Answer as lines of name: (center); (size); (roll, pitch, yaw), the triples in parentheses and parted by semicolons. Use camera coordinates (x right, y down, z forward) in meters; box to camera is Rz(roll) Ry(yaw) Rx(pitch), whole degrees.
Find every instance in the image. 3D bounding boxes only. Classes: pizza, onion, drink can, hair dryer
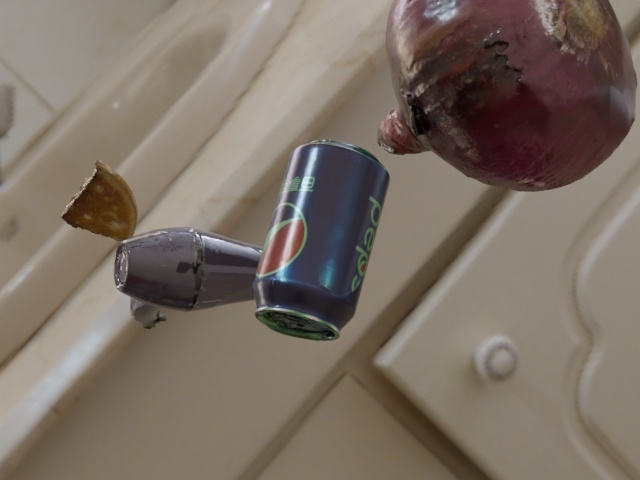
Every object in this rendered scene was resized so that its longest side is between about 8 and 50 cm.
pizza: (-0.380, -0.059, 2.141); (0.130, 0.178, 0.041); (-22, 41, 11)
onion: (0.208, -0.205, 1.607); (0.385, 0.347, 0.348); (-31, 23, 46)
drink can: (0.000, 0.000, 1.346); (0.118, 0.118, 0.205); (-15, 57, 56)
hair dryer: (-0.197, 0.075, 1.884); (0.361, 0.301, 0.121); (-29, 60, 59)
